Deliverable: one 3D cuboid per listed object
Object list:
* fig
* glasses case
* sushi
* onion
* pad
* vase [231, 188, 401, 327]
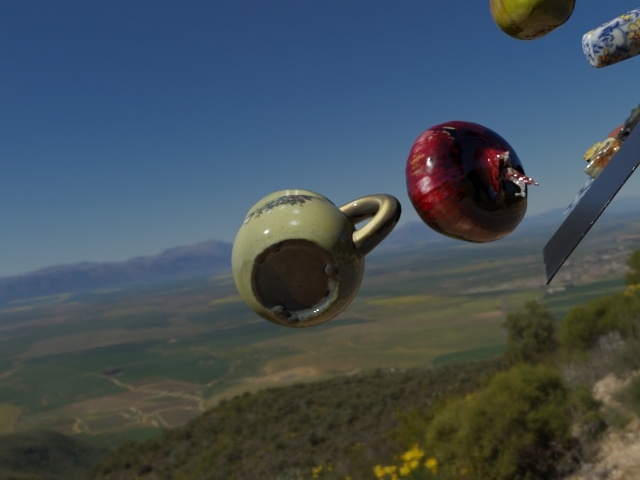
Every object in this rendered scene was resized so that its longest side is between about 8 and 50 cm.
[{"bbox_3d":[0.361,-0.445,1.306,0.148,0.186,0.142,1,-27,-18],"label":"fig"},{"bbox_3d":[0.656,-0.430,1.508,0.248,0.087,0.065,-24,9,0],"label":"glasses case"},{"bbox_3d":[0.706,-0.246,1.730,0.359,0.064,0.343,-49,-8,36],"label":"sushi"},{"bbox_3d":[0.312,-0.127,1.477,0.273,0.273,0.285,-8,-13,-31],"label":"onion"},{"bbox_3d":[0.369,-0.116,0.858,0.007,0.367,0.247,36,17,9],"label":"pad"},{"bbox_3d":[0.000,0.000,1.394,0.329,0.241,0.302,-24,18,9],"label":"vase"}]
